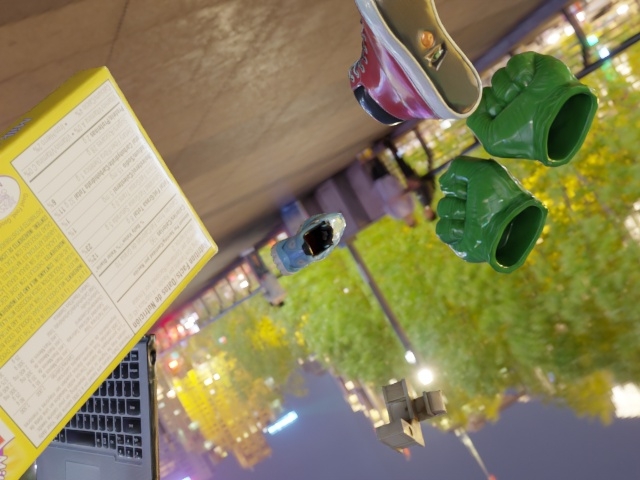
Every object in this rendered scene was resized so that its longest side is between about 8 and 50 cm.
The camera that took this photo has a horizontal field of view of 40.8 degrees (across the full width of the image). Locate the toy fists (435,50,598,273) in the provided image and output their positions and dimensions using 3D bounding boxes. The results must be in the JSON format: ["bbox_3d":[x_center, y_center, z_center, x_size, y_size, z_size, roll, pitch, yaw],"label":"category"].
[{"bbox_3d":[0.230,-0.102,1.091,0.096,0.142,0.279,6,113,-33],"label":"toy fists"}]

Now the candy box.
[{"bbox_3d":[-0.128,0.030,0.337,0.027,0.105,0.206,3,-139,38],"label":"candy box"}]

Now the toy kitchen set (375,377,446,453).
[{"bbox_3d":[0.104,0.196,1.020,0.068,0.083,0.075,-22,147,17],"label":"toy kitchen set"}]

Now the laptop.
[{"bbox_3d":[-0.402,0.190,1.116,0.236,0.408,0.382,2,172,-38],"label":"laptop"}]

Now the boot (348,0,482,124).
[{"bbox_3d":[0.059,-0.236,0.987,0.088,0.244,0.176,-44,-155,-22],"label":"boot"}]

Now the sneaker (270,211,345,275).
[{"bbox_3d":[0.000,0.000,1.226,0.073,0.063,0.162,-24,-170,35],"label":"sneaker"}]
